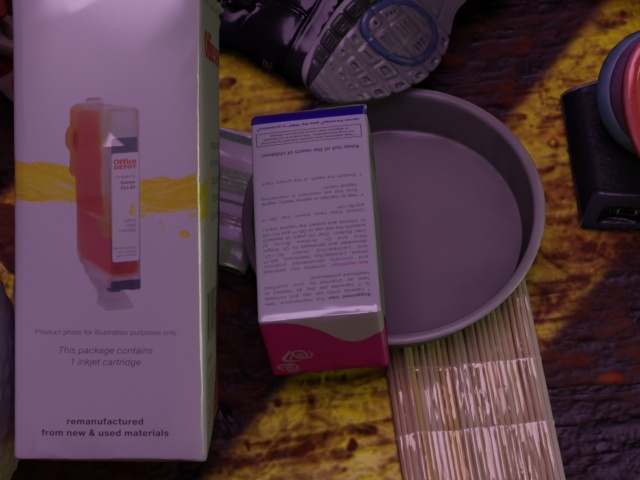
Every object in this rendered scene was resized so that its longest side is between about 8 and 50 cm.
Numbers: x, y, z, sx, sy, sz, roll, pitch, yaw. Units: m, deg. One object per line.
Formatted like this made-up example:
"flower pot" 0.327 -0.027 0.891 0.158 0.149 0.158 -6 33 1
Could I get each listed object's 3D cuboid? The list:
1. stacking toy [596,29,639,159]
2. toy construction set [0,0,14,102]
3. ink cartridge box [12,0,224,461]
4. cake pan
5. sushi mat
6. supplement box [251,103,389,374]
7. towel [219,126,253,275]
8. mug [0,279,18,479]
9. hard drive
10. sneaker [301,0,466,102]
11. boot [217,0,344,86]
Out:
"stacking toy" 0.435 -0.119 1.645 0.309 0.130 0.279 -24 93 -8
"toy construction set" -0.251 -0.220 1.700 0.309 0.237 0.257 -41 24 5
"ink cartridge box" -0.170 -0.020 1.470 0.160 0.279 0.384 1 92 -1
"cake pan" 0.072 -0.017 1.650 0.293 0.054 0.293 -3 58 5
"sushi mat" 0.146 0.180 1.592 0.151 0.019 0.316 -7 64 -3
"supplement box" 0.000 0.000 1.551 0.114 0.111 0.220 -6 58 3
"towel" -0.105 -0.046 1.703 0.113 0.023 0.152 14 66 9
"mug" -0.387 0.171 1.440 0.276 0.328 0.374 0 65 2
"hard drive" 0.378 -0.100 1.697 0.255 0.054 0.172 -4 65 0
"sneaker" 0.084 -0.240 1.740 0.297 0.129 0.111 -44 110 -23
"boot" -0.059 -0.299 1.782 0.207 0.094 0.246 25 74 9
